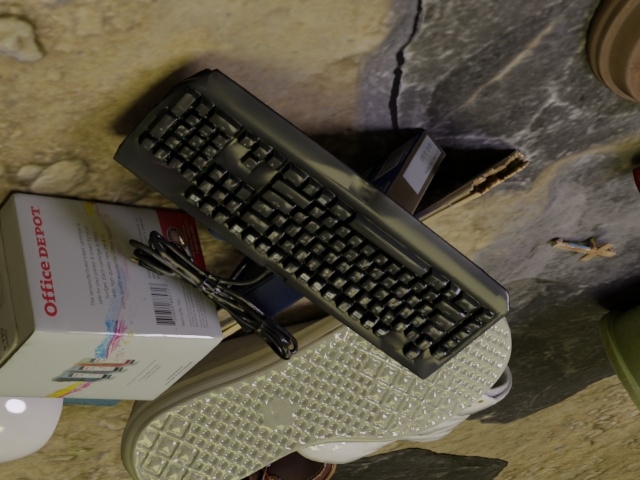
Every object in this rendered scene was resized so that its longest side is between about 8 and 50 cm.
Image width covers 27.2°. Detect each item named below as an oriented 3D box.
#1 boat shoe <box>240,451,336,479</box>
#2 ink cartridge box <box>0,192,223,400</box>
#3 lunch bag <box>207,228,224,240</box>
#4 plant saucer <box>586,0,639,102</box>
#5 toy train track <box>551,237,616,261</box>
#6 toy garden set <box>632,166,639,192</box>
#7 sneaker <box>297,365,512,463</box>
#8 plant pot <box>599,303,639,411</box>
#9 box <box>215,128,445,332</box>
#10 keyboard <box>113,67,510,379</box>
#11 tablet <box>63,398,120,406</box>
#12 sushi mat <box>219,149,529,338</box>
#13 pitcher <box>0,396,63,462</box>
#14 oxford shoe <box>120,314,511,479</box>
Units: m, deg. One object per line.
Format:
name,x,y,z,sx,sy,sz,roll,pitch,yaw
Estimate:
boat shoe,-0.080,0.323,1.780,0.207,0.073,0.073,-25,155,18
ink cartridge box,-0.197,0.052,1.110,0.176,0.128,0.127,8,146,-38
lunch bag,-0.051,-0.042,1.076,0.098,0.067,0.065,1,148,-24
plant saucer,0.350,-0.183,1.055,0.278,0.041,0.278,-13,153,-7
toy train track,0.282,0.005,1.421,0.083,0.014,0.048,8,153,-30
toy garden set,0.395,-0.091,1.181,0.204,0.049,0.244,-17,169,3
sneaker,0.102,0.179,1.574,0.292,0.108,0.169,-3,151,-46
plant pot,0.513,0.122,1.540,0.254,0.276,0.276,-42,146,23
box,0.000,0.000,1.133,0.225,0.036,0.136,-32,-166,33
keyboard,-0.027,0.014,1.038,0.317,0.033,0.201,36,128,-17
tablet,-0.247,0.168,1.454,0.083,0.006,0.054,9,144,-43
sushi mat,0.037,0.010,1.217,0.316,0.019,0.151,-30,180,27
pitcher,-0.325,0.113,1.189,0.207,0.125,0.178,25,120,-38
oxford shoe,-0.006,0.148,1.432,0.449,0.169,0.130,-17,-161,-15
